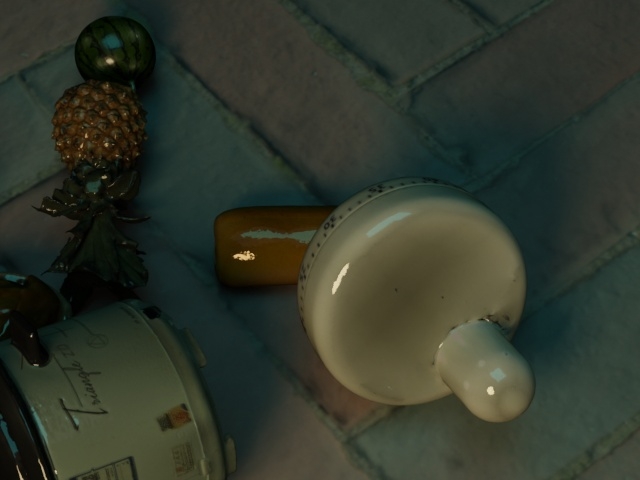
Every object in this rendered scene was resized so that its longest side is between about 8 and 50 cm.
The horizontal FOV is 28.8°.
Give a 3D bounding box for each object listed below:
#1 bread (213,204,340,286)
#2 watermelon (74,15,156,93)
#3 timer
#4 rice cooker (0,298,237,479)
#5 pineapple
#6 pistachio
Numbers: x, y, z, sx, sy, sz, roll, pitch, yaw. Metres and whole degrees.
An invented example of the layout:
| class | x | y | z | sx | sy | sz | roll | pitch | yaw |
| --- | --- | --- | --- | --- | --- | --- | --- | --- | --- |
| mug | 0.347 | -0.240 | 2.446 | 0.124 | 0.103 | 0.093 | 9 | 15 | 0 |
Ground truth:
| class | x | y | z | sx | sy | sz | roll | pitch | yaw |
| --- | --- | --- | --- | --- | --- | --- | --- | --- | --- |
| bread | 0.000 | 0.000 | 1.378 | 0.239 | 0.074 | 0.092 | -3 | 50 | -2 |
| watermelon | -0.248 | -0.224 | 1.521 | 0.109 | 0.109 | 0.109 | 0 | 55 | 0 |
| timer | 0.100 | 0.061 | 1.231 | 0.234 | 0.233 | 0.240 | -18 | 28 | -12 |
| rice cooker | -0.223 | 0.185 | 1.142 | 0.227 | 0.280 | 0.241 | -20 | 32 | -27 |
| pineapple | -0.243 | -0.048 | 1.396 | 0.130 | 0.119 | 0.277 | 26 | 46 | -36 |
| pistachio | -0.346 | 0.120 | 1.265 | 0.210 | 0.130 | 0.165 | -38 | 86 | -14 |
